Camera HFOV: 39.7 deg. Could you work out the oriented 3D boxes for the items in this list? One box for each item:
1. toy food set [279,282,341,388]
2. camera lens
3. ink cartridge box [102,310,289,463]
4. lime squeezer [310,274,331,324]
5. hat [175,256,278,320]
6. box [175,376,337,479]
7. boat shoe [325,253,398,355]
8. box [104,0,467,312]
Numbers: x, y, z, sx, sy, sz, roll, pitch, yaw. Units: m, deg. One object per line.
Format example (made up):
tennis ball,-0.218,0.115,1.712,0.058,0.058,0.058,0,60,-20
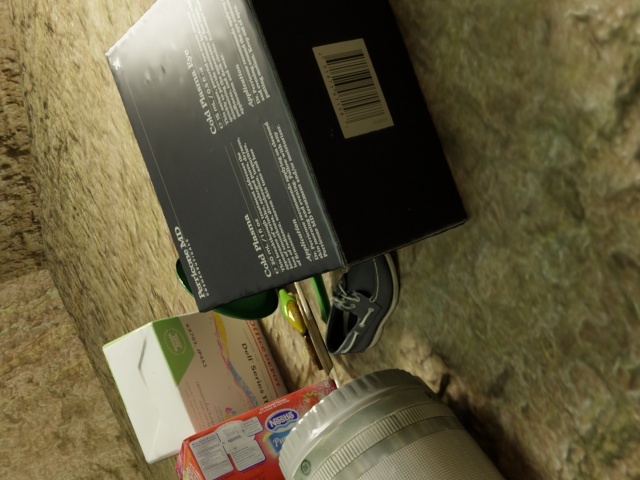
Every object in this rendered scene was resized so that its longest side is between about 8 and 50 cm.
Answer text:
toy food set,-0.020,0.133,1.247,0.132,0.038,0.192,-113,2,-50
camera lens,0.103,0.311,0.999,0.274,0.219,0.219,52,150,34
ink cartridge box,-0.180,0.225,1.513,0.119,0.353,0.207,-28,80,26
lime squeezer,0.000,0.000,1.180,0.110,0.059,0.310,58,152,26
hat,-0.110,0.006,1.373,0.208,0.173,0.183,48,123,41
box,-0.073,0.325,1.332,0.128,0.257,0.122,58,150,24
boat shoe,0.047,0.080,1.129,0.075,0.065,0.206,53,151,32
box,-0.053,-0.124,0.986,0.312,0.179,0.343,-19,90,53
